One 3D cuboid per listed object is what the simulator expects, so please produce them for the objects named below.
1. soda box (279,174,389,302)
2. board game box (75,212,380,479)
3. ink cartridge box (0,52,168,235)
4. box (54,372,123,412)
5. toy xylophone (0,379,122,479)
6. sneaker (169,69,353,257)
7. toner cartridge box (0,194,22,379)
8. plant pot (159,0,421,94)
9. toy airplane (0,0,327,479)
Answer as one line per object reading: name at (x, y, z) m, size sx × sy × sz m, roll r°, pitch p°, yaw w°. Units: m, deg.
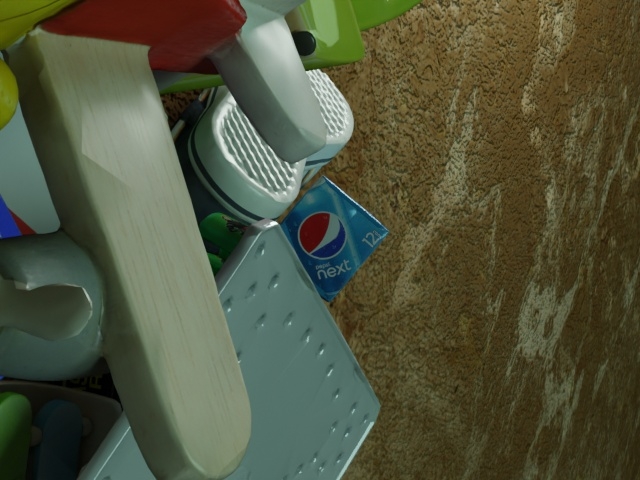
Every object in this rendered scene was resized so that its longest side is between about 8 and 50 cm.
soda box at (0.000, 0.000, 1.060) m, size 0.071 × 0.067 × 0.210 m, roll -50°, pitch -179°, yaw -2°
board game box at (-0.109, 0.214, 0.961) m, size 0.390 × 0.050 × 0.390 m, roll -56°, pitch 155°, yaw -15°
ink cartridge box at (-0.207, -0.047, 0.906) m, size 0.181 × 0.056 × 0.224 m, roll 51°, pitch 51°, yaw -50°
box at (-0.111, 0.126, 1.093) m, size 0.270 × 0.060 × 0.216 m, roll 6°, pitch 91°, yaw -59°
toy xylophone at (-0.253, 0.136, 0.815) m, size 0.323 × 0.081 × 0.236 m, roll -18°, pitch 116°, yaw -57°
sneaker at (-0.069, -0.070, 1.078) m, size 0.126 × 0.127 × 0.321 m, roll 45°, pitch 24°, yaw -5°
toner cartridge box at (-0.278, -0.060, 0.667) m, size 0.165 × 0.075 × 0.348 m, roll -44°, pitch 115°, yaw -48°
plant pot at (-0.062, -0.226, 0.904) m, size 0.207 × 0.228 × 0.227 m, roll -60°, pitch 137°, yaw -49°
toy airplane at (-0.146, -0.124, 0.614) m, size 0.386 × 0.272 × 0.384 m, roll -104°, pitch 169°, yaw -57°
